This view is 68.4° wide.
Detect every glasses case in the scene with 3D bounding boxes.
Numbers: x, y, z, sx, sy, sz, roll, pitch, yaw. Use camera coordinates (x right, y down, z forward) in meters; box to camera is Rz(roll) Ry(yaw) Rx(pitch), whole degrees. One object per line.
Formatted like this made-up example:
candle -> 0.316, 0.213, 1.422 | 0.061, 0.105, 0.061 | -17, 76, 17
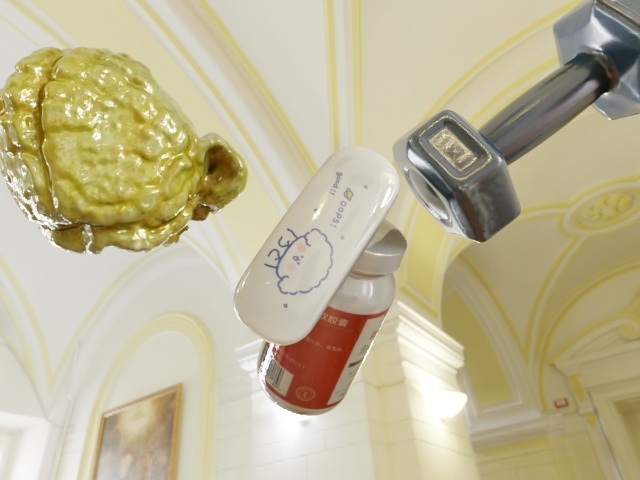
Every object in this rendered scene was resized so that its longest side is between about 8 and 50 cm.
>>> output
glasses case -> 0.000, 0.000, 0.416 | 0.076, 0.197, 0.049 | 33, -16, 9

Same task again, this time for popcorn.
popcorn -> -0.249, -0.088, 0.565 | 0.286, 0.225, 0.173 | 37, -21, -21

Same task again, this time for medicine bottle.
medicine bottle -> 0.010, 0.089, 0.578 | 0.131, 0.131, 0.250 | 10, -60, -21

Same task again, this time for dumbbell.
dumbbell -> 0.243, -0.140, 0.521 | 0.316, 0.144, 0.156 | -37, -53, 0
